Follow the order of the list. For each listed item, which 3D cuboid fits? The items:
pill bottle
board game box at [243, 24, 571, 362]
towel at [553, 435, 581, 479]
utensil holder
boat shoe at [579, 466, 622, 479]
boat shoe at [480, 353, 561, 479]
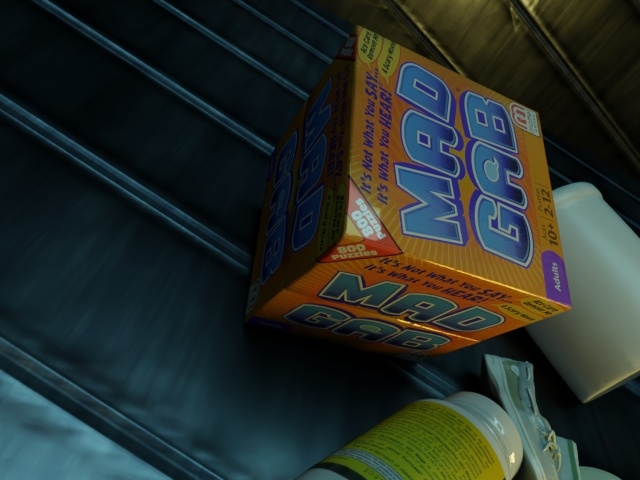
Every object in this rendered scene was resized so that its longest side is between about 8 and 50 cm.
[{"bbox_3d":[0.124,0.323,0.645,0.333,0.188,0.188,-13,56,-44],"label":"pill bottle"},{"bbox_3d":[0.119,-0.038,0.832,0.356,0.356,0.357,17,59,-21],"label":"board game box"},{"bbox_3d":[0.357,0.368,0.853,0.151,0.023,0.113,8,25,18],"label":"towel"},{"bbox_3d":[0.597,0.119,1.127,0.327,0.328,0.386,-1,52,-38],"label":"utensil holder"},{"bbox_3d":[0.409,0.454,0.793,0.109,0.091,0.304,3,5,41],"label":"boat shoe"},{"bbox_3d":[0.343,0.300,0.838,0.102,0.118,0.320,-1,18,8],"label":"boat shoe"}]
